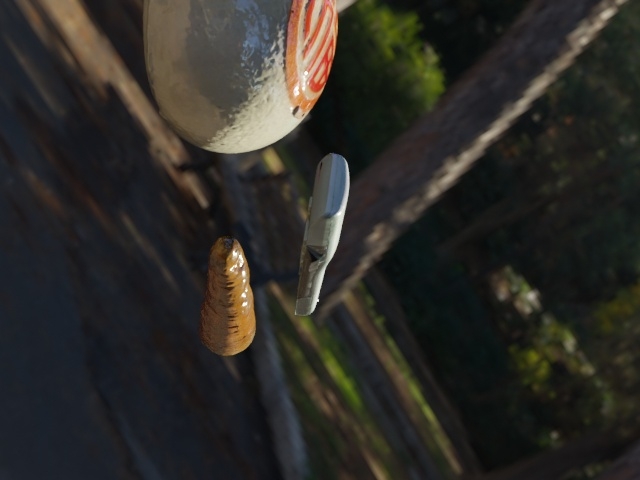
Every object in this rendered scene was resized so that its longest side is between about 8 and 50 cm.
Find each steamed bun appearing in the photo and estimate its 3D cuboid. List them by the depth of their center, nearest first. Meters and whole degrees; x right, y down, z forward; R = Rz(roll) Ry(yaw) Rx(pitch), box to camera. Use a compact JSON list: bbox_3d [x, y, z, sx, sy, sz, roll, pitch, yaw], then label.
[{"bbox_3d":[-0.072,-0.233,1.754,0.283,0.177,0.283,7,90,-75],"label":"steamed bun"}]

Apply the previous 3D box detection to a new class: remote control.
[{"bbox_3d":[0.000,0.000,1.302,0.166,0.029,0.065,101,-4,-58],"label":"remote control"}]

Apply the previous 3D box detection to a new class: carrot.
[{"bbox_3d":[-0.094,0.049,1.603,0.061,0.061,0.209,59,-16,21],"label":"carrot"}]
